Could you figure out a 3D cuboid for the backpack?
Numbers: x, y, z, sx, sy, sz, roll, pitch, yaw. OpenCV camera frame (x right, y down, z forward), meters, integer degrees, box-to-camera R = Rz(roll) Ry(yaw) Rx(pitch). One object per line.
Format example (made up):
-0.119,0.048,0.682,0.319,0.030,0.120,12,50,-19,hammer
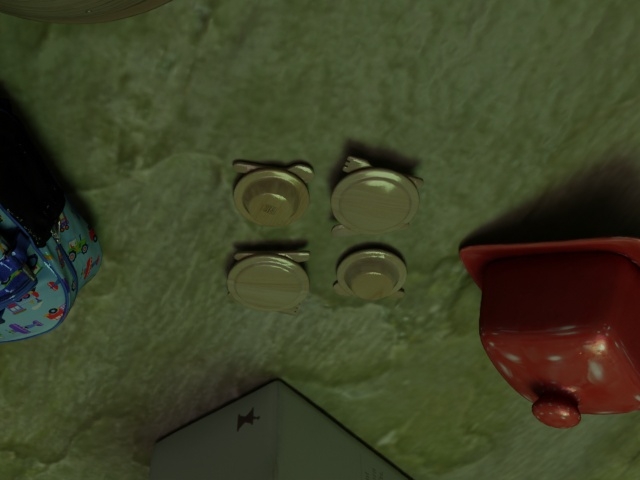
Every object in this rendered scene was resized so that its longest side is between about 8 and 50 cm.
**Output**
-0.242,0.011,0.668,0.158,0.117,0.173,-15,134,13,backpack

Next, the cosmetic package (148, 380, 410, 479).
0.042,0.358,0.916,0.161,0.230,0.453,-30,126,25,cosmetic package

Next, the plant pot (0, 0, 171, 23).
-0.143,-0.198,0.480,0.237,0.110,0.237,-1,132,-1,plant pot

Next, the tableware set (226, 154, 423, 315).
0.000,0.000,0.726,0.141,0.020,0.169,3,134,-1,tableware set

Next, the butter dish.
0.186,0.082,0.716,0.160,0.118,0.160,-4,141,42,butter dish
